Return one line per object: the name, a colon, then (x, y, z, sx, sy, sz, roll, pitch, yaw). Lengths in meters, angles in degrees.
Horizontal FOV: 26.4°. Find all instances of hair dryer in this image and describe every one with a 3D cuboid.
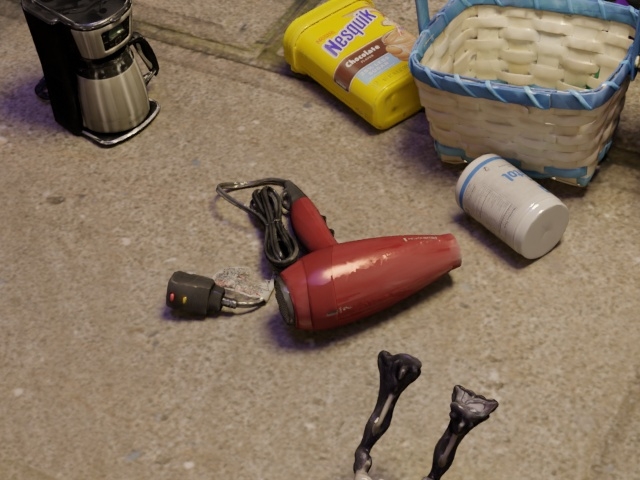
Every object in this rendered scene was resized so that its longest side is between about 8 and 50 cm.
hair dryer: (0.000, 0.000, 1.399, 0.294, 0.080, 0.223, 10, 47, 17)

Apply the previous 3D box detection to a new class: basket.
basket: (0.214, -0.216, 1.438, 0.255, 0.289, 0.201, 15, 49, 20)

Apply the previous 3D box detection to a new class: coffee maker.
coffee maker: (-0.284, -0.219, 1.584, 0.171, 0.178, 0.120, 9, 46, 16)

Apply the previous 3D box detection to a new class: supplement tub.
supplement tub: (0.198, -0.037, 1.418, 0.071, 0.071, 0.107, -31, 50, -22)

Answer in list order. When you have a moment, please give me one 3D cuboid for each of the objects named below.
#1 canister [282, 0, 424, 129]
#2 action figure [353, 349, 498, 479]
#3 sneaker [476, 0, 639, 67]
canister: (0.056, -0.213, 1.611, 0.126, 0.073, 0.170, -32, 51, -22)
action figure: (0.048, 0.240, 1.120, 0.164, 0.141, 0.275, 23, 78, 16)
sneaker: (0.328, -0.290, 1.600, 0.293, 0.146, 0.102, 12, 48, 18)
